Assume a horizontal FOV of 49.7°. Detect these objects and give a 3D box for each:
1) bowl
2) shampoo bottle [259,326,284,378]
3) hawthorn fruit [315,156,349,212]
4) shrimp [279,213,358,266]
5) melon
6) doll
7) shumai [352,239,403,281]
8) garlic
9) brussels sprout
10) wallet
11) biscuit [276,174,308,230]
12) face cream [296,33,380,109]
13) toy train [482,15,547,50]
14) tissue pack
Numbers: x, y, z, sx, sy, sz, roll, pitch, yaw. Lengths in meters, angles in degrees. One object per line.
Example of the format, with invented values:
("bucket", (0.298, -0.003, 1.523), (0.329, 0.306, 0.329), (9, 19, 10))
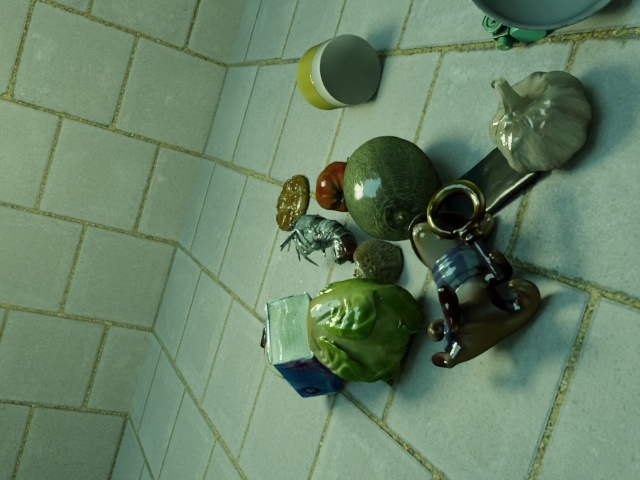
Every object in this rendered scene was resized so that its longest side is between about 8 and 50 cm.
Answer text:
("bowl", (0.462, -0.563, 1.444), (0.157, 0.345, 0.345), (37, -118, -73))
("shampoo bottle", (-0.139, 0.359, 2.290), (0.284, 0.071, 0.153), (11, 85, 62))
("hawthorn fruit", (0.056, -0.178, 2.118), (0.203, 0.162, 0.162), (-96, 30, -65))
("shrimp", (-0.002, -0.004, 2.056), (0.410, 0.221, 0.166), (170, 92, -66))
("melon", (0.176, -0.136, 1.745), (0.248, 0.248, 0.329), (-63, 20, 23))
("doll", (0.293, 0.075, 1.455), (0.318, 0.209, 0.340), (-51, 33, 34))
("shumai", (0.148, 0.072, 1.864), (0.116, 0.145, 0.145), (99, 163, -45))
("garlic", (0.412, -0.252, 1.374), (0.218, 0.212, 0.218), (-24, 56, 40))
("brussels sprout", (0.105, 0.219, 1.705), (0.227, 0.294, 0.259), (-71, -16, -66))
("wallet", (0.384, -0.130, 1.581), (0.285, 0.030, 0.146), (-45, 43, 47))
("biscuit", (-0.107, -0.138, 2.512), (0.226, 0.042, 0.226), (-40, 43, 51))
("face cream", (0.054, -0.530, 2.201), (0.179, 0.218, 0.218), (10, 86, 64))
("toy train", (0.464, -0.560, 1.579), (0.159, 0.101, 0.248), (-2, 76, 48))
("tissue pack", (-0.045, 0.298, 1.919), (0.146, 0.263, 0.198), (-15, 55, 12))
